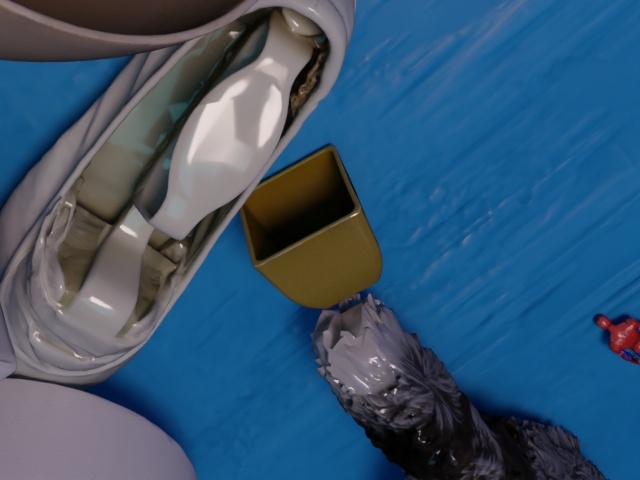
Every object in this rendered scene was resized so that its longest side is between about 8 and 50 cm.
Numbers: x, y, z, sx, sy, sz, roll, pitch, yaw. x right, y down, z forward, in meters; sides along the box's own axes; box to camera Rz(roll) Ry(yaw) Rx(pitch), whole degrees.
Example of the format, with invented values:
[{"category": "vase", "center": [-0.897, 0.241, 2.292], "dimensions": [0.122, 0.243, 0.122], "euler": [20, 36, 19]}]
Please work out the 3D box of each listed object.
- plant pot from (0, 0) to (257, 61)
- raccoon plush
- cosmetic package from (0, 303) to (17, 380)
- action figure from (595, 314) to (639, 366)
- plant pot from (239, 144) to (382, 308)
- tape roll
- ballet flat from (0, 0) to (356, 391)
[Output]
[{"category": "plant pot", "center": [-0.167, -0.202, 0.371], "dimensions": [0.191, 0.284, 0.284], "euler": [-9, 128, 39]}, {"category": "raccoon plush", "center": [0.078, 0.265, 0.730], "dimensions": [0.299, 0.216, 0.446], "euler": [-37, 95, 25]}, {"category": "cosmetic package", "center": [-0.340, -0.025, 0.349], "dimensions": [0.156, 0.217, 0.385], "euler": [-33, 150, 16]}, {"category": "action figure", "center": [0.279, 0.093, 0.714], "dimensions": [0.115, 0.030, 0.038], "euler": [29, 106, -17]}, {"category": "plant pot", "center": [0.000, 0.000, 0.594], "dimensions": [0.081, 0.081, 0.083], "euler": [-28, 131, 7]}, {"category": "tape roll", "center": [-0.234, 0.229, 0.636], "dimensions": [0.286, 0.100, 0.286], "euler": [-2, 132, -2]}, {"category": "ballet flat", "center": [-0.116, -0.017, 0.535], "dimensions": [0.139, 0.139, 0.400], "euler": [31, 111, -22]}]
